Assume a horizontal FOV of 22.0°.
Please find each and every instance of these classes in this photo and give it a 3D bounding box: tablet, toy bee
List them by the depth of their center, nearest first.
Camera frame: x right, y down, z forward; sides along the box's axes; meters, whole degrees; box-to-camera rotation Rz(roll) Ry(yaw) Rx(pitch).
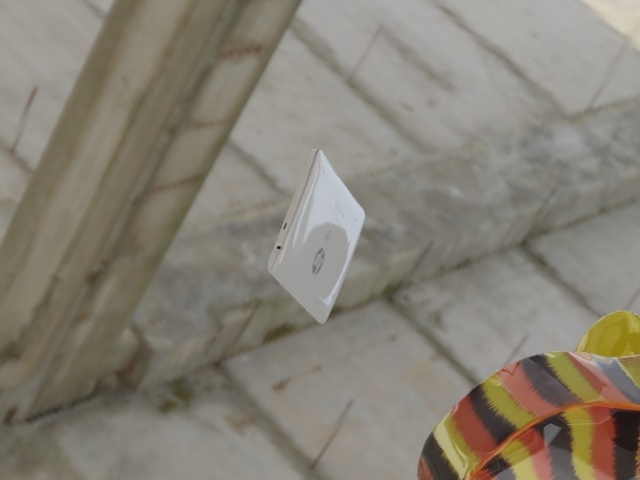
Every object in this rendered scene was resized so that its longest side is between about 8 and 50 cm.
[{"bbox_3d":[0.000,0.000,0.682,0.006,0.054,0.083,17,167,20],"label":"tablet"},{"bbox_3d":[0.203,0.091,0.842,0.298,0.162,0.195,2,-154,-42],"label":"toy bee"}]
